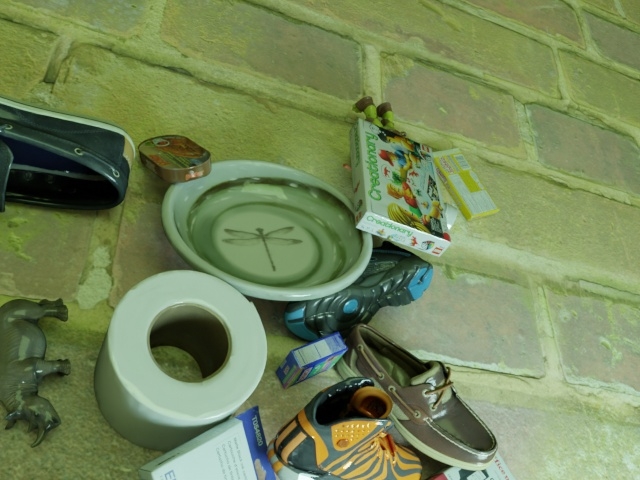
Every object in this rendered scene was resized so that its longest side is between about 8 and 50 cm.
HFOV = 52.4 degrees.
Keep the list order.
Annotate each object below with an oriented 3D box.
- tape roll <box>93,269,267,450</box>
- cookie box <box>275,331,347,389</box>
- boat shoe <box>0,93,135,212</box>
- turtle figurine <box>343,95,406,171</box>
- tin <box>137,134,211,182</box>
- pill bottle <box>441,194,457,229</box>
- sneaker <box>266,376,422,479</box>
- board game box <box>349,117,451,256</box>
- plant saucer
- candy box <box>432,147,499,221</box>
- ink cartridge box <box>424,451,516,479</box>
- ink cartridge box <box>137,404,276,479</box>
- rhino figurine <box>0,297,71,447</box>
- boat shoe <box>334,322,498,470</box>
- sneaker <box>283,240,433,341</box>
[{"bbox_3d":[-0.226,0.192,1.037,0.246,0.169,0.246,14,53,-19],"label":"tape roll"},{"bbox_3d":[-0.017,0.217,1.178,0.107,0.092,0.040,-16,64,-34],"label":"cookie box"},{"bbox_3d":[-0.559,-0.142,1.089,0.500,0.187,0.156,5,50,-30],"label":"boat shoe"},{"bbox_3d":[0.152,-0.249,1.584,0.269,0.087,0.217,-4,61,-29],"label":"turtle figurine"},{"bbox_3d":[-0.287,-0.161,1.274,0.106,0.040,0.189,-17,34,-31],"label":"tin"},{"bbox_3d":[0.211,-0.086,1.490,0.193,0.108,0.108,28,50,-8],"label":"pill bottle"},{"bbox_3d":[0.086,0.327,1.054,0.321,0.180,0.125,20,26,-38],"label":"sneaker"},{"bbox_3d":[0.159,-0.117,1.358,0.192,0.053,0.305,18,42,-19],"label":"board game box"},{"bbox_3d":[-0.103,-0.006,1.242,0.400,0.101,0.401,11,37,-8],"label":"plant saucer"},{"bbox_3d":[0.365,-0.147,1.663,0.105,0.027,0.206,-15,66,-31],"label":"candy box"},{"bbox_3d":[0.268,0.460,1.171,0.175,0.072,0.127,-19,68,-35],"label":"ink cartridge box"},{"bbox_3d":[-0.135,0.386,0.948,0.224,0.045,0.223,-19,97,-46],"label":"ink cartridge box"},{"bbox_3d":[-0.441,0.194,0.990,0.106,0.073,0.243,3,59,-30],"label":"rhino figurine"},{"bbox_3d":[0.183,0.274,1.181,0.342,0.123,0.123,38,41,18],"label":"boat shoe"},{"bbox_3d":[0.061,0.098,1.307,0.340,0.125,0.139,-17,40,-31],"label":"sneaker"}]
